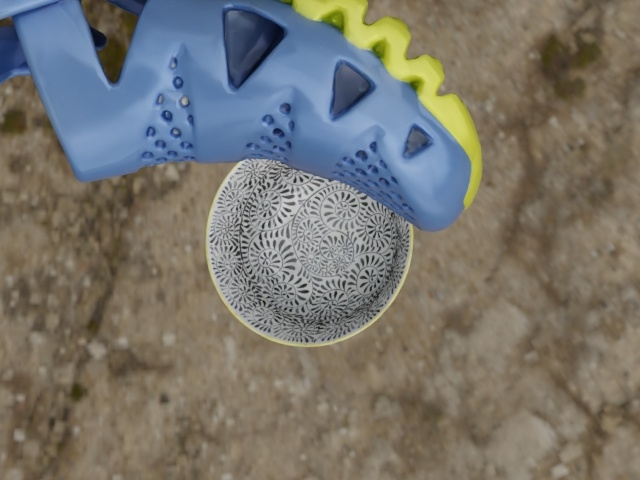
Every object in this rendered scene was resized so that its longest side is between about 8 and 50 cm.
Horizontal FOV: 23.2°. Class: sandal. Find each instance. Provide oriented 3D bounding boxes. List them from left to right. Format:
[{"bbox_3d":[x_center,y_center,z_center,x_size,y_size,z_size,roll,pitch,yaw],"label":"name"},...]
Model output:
[{"bbox_3d":[-0.077,-0.080,0.719,0.317,0.126,0.138,28,77,9],"label":"sandal"}]

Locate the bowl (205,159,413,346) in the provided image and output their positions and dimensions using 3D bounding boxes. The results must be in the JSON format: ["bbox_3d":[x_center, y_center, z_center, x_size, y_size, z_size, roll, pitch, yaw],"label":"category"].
[{"bbox_3d":[0.000,0.000,1.256,0.170,0.080,0.170,0,88,16],"label":"bowl"}]
